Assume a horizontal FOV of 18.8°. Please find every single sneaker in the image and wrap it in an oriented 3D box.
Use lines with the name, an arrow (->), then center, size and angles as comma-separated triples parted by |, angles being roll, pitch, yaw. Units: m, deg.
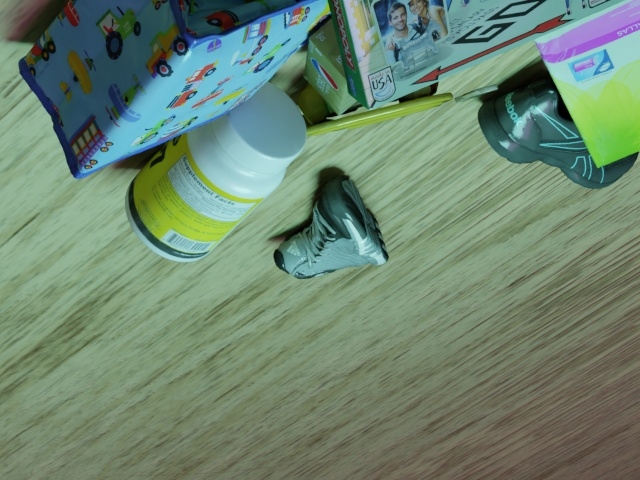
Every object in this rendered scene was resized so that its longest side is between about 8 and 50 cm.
sneaker -> 0.000, 0.000, 2.344 | 0.132, 0.086, 0.229 | -19, 159, 7
sneaker -> 0.304, -0.130, 2.257 | 0.267, 0.101, 0.106 | 7, 144, -47

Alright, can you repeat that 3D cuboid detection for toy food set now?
toy food set -> 0.066, -0.165, 2.052 | 0.218, 0.071, 0.128 | -14, -179, -6

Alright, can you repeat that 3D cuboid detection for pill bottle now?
pill bottle -> -0.110, -0.075, 2.039 | 0.119, 0.119, 0.208 | 0, 151, -38

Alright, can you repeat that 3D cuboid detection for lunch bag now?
lunch bag -> -0.094, -0.187, 1.808 | 0.293, 0.138, 0.221 | -12, 158, -44

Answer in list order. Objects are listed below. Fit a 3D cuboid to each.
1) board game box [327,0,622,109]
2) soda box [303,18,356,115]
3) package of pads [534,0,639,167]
board game box -> 0.149, -0.267, 1.648 | 0.317, 0.046, 0.213 | -25, 125, -14
soda box -> 0.025, -0.178, 1.901 | 0.061, 0.058, 0.181 | -41, 176, -6
package of pads -> 0.347, -0.222, 2.023 | 0.229, 0.101, 0.296 | -23, 146, 10
